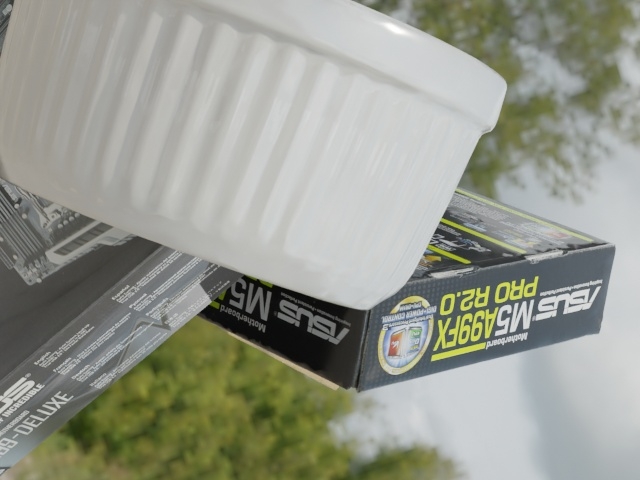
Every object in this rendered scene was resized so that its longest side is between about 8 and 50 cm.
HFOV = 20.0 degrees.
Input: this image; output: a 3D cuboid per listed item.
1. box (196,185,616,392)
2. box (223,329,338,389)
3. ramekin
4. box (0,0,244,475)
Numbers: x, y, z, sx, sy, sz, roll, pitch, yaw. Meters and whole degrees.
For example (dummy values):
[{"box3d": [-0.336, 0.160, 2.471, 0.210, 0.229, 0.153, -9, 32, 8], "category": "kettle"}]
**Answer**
[{"box3d": [0.000, 0.000, 1.058, 0.270, 0.216, 0.060, 23, -69, 39], "category": "box"}, {"box3d": [0.011, 0.030, 1.745, 0.164, 0.201, 0.021, 31, 2, -40], "category": "box"}, {"box3d": [-0.037, -0.049, 0.745, 0.207, 0.207, 0.109, -151, -99, -80], "category": "ramekin"}, {"box3d": [-0.173, -0.027, 0.966, 0.242, 0.307, 0.076, 58, 13, 29], "category": "box"}]
